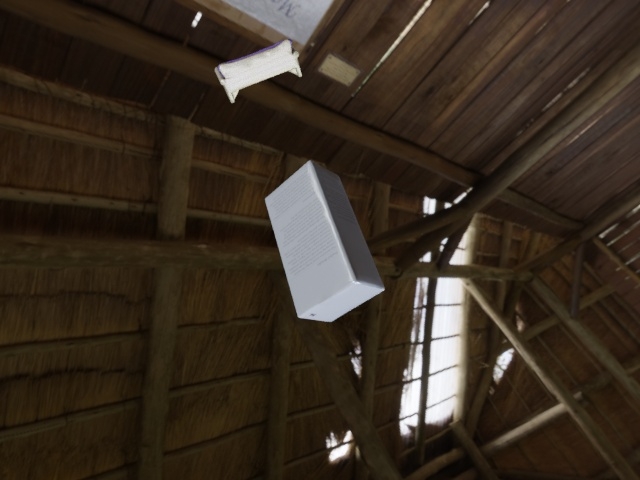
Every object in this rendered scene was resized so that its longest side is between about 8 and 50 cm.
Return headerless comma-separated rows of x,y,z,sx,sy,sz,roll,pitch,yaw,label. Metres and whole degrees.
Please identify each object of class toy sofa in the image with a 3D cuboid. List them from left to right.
-0.280,-0.774,1.912,0.177,0.363,0.150,71,174,-46,toy sofa

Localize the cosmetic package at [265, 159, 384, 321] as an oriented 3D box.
0.000,0.000,1.369,0.161,0.230,0.453,19,-136,-47,cosmetic package
